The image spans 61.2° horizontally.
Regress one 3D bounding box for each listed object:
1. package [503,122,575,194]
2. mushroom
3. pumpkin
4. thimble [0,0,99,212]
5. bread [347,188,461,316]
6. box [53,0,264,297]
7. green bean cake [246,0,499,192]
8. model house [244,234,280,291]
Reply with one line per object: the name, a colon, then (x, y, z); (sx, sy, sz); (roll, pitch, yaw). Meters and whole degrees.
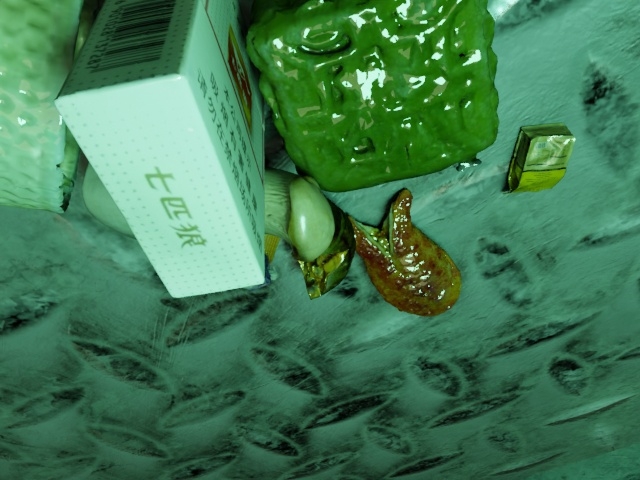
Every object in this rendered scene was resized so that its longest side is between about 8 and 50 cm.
package: (0.327, -0.111, 0.817); (0.071, 0.047, 0.131); (-6, 134, -7)
mushroom: (-0.137, -0.050, 0.676); (0.329, 0.159, 0.122); (8, 112, 17)
pumpkin: (0.000, 0.000, 0.836); (0.108, 0.119, 0.183); (-21, 134, -2)
thimble: (-0.308, -0.158, 0.521); (0.150, 0.270, 0.270); (9, 134, -21)
bread: (0.147, 0.041, 0.916); (0.139, 0.095, 0.269); (-31, 128, 12)
box: (-0.120, -0.141, 0.517); (0.095, 0.330, 0.210); (-11, 135, 3)
green bean cake: (0.063, -0.189, 0.623); (0.250, 0.156, 0.247); (-15, 134, 7)
model house: (-0.111, 0.019, 0.849); (0.100, 0.100, 0.087); (9, 132, -19)
